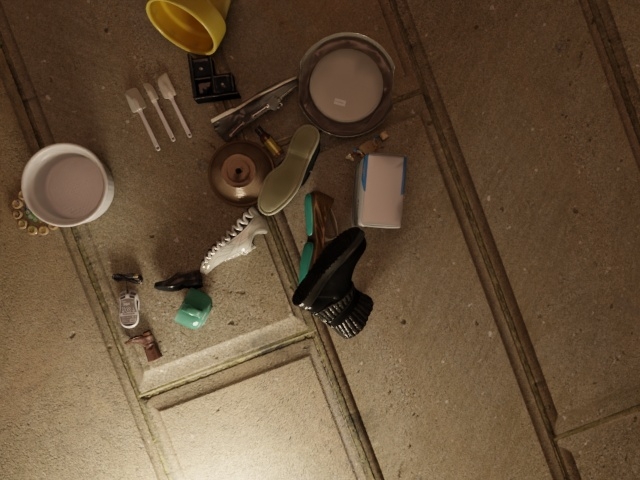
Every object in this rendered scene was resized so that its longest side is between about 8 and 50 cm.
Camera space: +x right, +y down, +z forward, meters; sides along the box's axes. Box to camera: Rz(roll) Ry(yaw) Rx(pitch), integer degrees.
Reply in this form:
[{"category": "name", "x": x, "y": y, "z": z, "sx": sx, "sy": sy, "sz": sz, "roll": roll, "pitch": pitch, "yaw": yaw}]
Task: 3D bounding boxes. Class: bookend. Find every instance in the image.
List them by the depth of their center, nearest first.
[{"category": "bookend", "x": -0.366, "y": -0.566, "z": 1.852, "sx": 0.157, "sy": 0.072, "sz": 0.156, "roll": -7, "pitch": 91, "yaw": -1}]

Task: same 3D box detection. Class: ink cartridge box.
[{"category": "ink cartridge box", "x": 0.183, "y": -0.153, "z": 1.752, "sx": 0.129, "sy": 0.307, "sz": 0.223, "roll": 4, "pitch": 91, "yaw": -3}]

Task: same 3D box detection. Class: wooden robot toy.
[{"category": "wooden robot toy", "x": 0.174, "y": -0.306, "z": 1.860, "sx": 0.173, "sy": 0.076, "sz": 0.079, "roll": -34, "pitch": 90, "yaw": -14}]

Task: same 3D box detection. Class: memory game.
[{"category": "memory game", "x": -0.995, "y": -0.109, "z": 1.887, "sx": 0.186, "sy": 0.012, "sz": 0.186, "roll": 0, "pitch": 91, "yaw": -1}]

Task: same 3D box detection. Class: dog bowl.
[{"category": "dog bowl", "x": 0.088, "y": -0.523, "z": 1.843, "sx": 0.349, "sy": 0.102, "sz": 0.348, "roll": 0, "pitch": 91, "yaw": 0}]

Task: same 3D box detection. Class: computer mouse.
[{"category": "computer mouse", "x": -0.676, "y": 0.211, "z": 1.887, "sx": 0.106, "sy": 0.042, "sz": 0.193, "roll": -3, "pitch": 86, "yaw": -5}]

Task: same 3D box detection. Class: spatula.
[{"category": "spatula", "x": -0.565, "y": -0.446, "z": 1.883, "sx": 0.168, "sy": 0.019, "sz": 0.242, "roll": -25, "pitch": 93, "yaw": -5}]

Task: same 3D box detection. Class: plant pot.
[{"category": "plant pot", "x": -0.408, "y": -0.791, "z": 1.773, "sx": 0.254, "sy": 0.254, "sz": 0.239, "roll": 24, "pitch": 75, "yaw": -1}, {"category": "plant pot", "x": -0.276, "y": -0.233, "z": 1.844, "sx": 0.237, "sy": 0.110, "sz": 0.237, "roll": 0, "pitch": 92, "yaw": 0}]

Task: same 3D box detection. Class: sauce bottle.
[{"category": "sauce bottle", "x": -0.181, "y": -0.346, "z": 1.874, "sx": 0.042, "sy": 0.042, "sz": 0.128, "roll": -39, "pitch": 93, "yaw": 1}]

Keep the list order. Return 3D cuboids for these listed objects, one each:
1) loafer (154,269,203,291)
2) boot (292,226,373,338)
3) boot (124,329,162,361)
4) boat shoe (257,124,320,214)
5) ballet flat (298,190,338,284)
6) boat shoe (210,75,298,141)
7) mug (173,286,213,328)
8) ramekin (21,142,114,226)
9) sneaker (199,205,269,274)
[{"category": "loafer", "x": -0.498, "y": 0.142, "z": 1.883, "sx": 0.170, "sy": 0.062, "sz": 0.061, "roll": -5, "pitch": 69, "yaw": -4}, {"category": "boot", "x": 0.098, "y": 0.145, "z": 1.799, "sx": 0.260, "sy": 0.131, "sz": 0.348, "roll": 33, "pitch": 103, "yaw": -24}, {"category": "boot", "x": -0.625, "y": 0.388, "z": 1.895, "sx": 0.106, "sy": 0.037, "sz": 0.114, "roll": -22, "pitch": 96, "yaw": 2}, {"category": "boat shoe", "x": -0.097, "y": -0.229, "z": 1.845, "sx": 0.127, "sy": 0.113, "sz": 0.340, "roll": 22, "pitch": 85, "yaw": 17}, {"category": "ballet flat", "x": 0.000, "y": 0.000, "z": 1.865, "sx": 0.124, "sy": 0.116, "sz": 0.342, "roll": 5, "pitch": 87, "yaw": -20}, {"category": "boat shoe", "x": -0.214, "y": -0.453, "z": 1.847, "sx": 0.335, "sy": 0.112, "sz": 0.095, "roll": -27, "pitch": 109, "yaw": 6}, {"category": "mug", "x": -0.431, "y": 0.244, "z": 1.831, "sx": 0.097, "sy": 0.157, "sz": 0.129, "roll": 27, "pitch": 115, "yaw": -7}, {"category": "ramekin", "x": -0.843, "y": -0.183, "z": 1.820, "sx": 0.277, "sy": 0.135, "sz": 0.277, "roll": 0, "pitch": 90, "yaw": -3}, {"category": "sneaker", "x": -0.300, "y": 0.019, "z": 1.857, "sx": 0.118, "sy": 0.110, "sz": 0.292, "roll": 44, "pitch": 91, "yaw": -10}]
